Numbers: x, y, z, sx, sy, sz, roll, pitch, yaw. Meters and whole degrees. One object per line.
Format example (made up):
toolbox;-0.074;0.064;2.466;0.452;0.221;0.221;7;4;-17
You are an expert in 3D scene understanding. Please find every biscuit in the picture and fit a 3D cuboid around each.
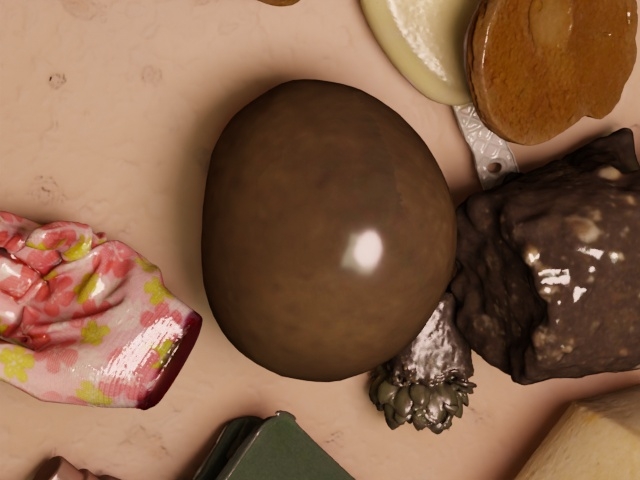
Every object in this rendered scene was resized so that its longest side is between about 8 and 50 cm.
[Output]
biscuit;0.191;-0.174;1.290;0.208;0.049;0.181;-27;121;-34

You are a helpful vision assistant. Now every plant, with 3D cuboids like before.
plant;0.258;0.017;1.313;0.276;0.188;0.199;-14;108;-28
plant;0.095;0.109;1.374;0.094;0.092;0.143;0;101;-23

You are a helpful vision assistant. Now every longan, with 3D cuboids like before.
longan;0.000;0.000;1.250;0.215;0.246;0.246;20;101;-33

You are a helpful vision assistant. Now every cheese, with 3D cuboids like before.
cheese;0.125;-0.146;1.320;0.127;0.054;0.251;-24;112;-3

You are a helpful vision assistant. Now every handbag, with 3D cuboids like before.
handbag;-0.043;0.314;1.344;0.247;0.079;0.260;47;60;-23

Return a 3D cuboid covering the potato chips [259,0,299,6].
potato chips;-0.034;-0.298;1.219;0.195;0.062;0.208;-34;125;-19

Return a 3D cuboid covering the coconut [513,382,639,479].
coconut;0.303;0.300;1.382;0.323;0.323;0.323;-4;108;-13

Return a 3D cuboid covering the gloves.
gloves;-0.229;0.050;1.259;0.241;0.126;0.145;29;104;8

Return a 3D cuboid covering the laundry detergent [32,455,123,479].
laundry detergent;-0.190;0.310;1.364;0.171;0.076;0.237;-45;112;0
